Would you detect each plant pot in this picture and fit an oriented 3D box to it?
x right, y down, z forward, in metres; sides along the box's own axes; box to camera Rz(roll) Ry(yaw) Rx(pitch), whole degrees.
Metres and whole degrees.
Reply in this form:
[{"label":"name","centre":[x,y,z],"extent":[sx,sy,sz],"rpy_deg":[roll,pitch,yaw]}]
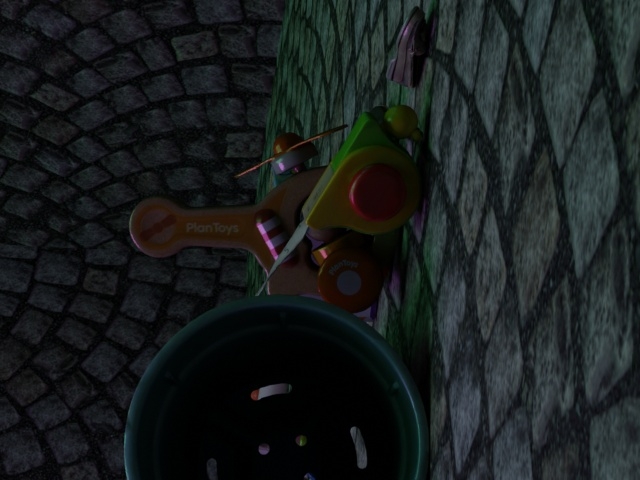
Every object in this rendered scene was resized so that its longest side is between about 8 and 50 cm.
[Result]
[{"label":"plant pot","centre":[-0.045,0.263,1.804],"extent":[0.334,0.341,0.341],"rpy_deg":[84,-173,-77]}]

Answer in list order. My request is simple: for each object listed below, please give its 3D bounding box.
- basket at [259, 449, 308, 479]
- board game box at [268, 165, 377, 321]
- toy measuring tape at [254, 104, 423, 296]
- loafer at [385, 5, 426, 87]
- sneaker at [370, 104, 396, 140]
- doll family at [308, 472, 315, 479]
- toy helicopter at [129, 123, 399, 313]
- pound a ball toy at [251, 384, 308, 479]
[{"label":"basket","centre":[-0.082,0.472,2.779],"extent":[0.103,0.113,0.167],"rpy_deg":[158,115,-87]},{"label":"board game box","centre":[0.000,0.000,2.156],"extent":[0.275,0.144,0.142],"rpy_deg":[-104,17,-69]},{"label":"toy measuring tape","centre":[0.033,-0.015,1.788],"extent":[0.330,0.121,0.121],"rpy_deg":[-58,14,12]},{"label":"loafer","centre":[0.113,-0.234,1.793],"extent":[0.045,0.039,0.125],"rpy_deg":[-52,-11,-33]},{"label":"sneaker","centre":[0.068,-0.129,1.971],"extent":[0.158,0.064,0.061],"rpy_deg":[-96,11,-50]},{"label":"doll family","centre":[-0.050,0.466,2.268],"extent":[0.118,0.263,0.163],"rpy_deg":[39,124,26]},{"label":"toy helicopter","centre":[-0.074,-0.035,1.912],"extent":[0.140,0.355,0.235],"rpy_deg":[-55,-35,-77]},{"label":"pound a ball toy","centre":[-0.055,0.233,2.393],"extent":[0.208,0.135,0.319],"rpy_deg":[105,175,-61]}]
